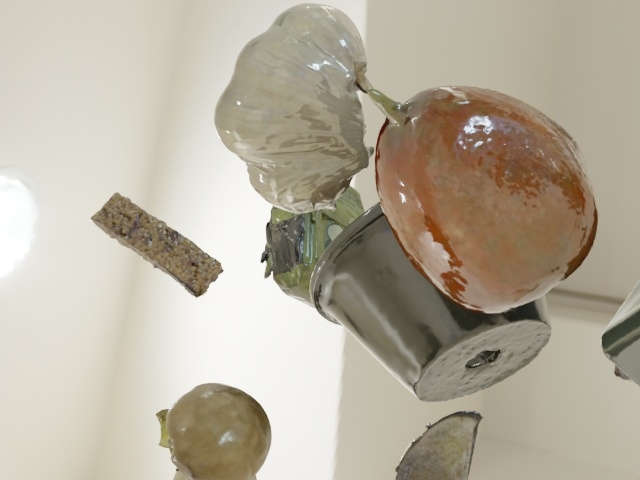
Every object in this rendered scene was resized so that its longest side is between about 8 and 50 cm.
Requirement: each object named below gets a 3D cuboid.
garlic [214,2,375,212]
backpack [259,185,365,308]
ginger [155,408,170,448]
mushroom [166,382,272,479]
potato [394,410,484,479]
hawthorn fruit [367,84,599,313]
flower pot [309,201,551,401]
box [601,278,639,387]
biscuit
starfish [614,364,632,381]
[{"bbox_3d":[-0.035,-0.143,1.303,0.142,0.178,0.230,4,-79,-32],"label":"garlic"},{"bbox_3d":[0.000,0.000,2.055,0.207,0.140,0.253,29,-134,-38],"label":"backpack"},{"bbox_3d":[-0.170,0.251,1.531,0.057,0.044,0.137,-39,-31,2],"label":"ginger"},{"bbox_3d":[-0.109,0.281,1.079,0.128,0.128,0.350,-31,-40,-50],"label":"mushroom"},{"bbox_3d":[0.165,0.380,1.828,0.100,0.120,0.261,81,-158,-79],"label":"potato"},{"bbox_3d":[0.130,-0.058,1.072,0.251,0.199,0.199,43,-121,-25],"label":"hawthorn fruit"},{"bbox_3d":[0.141,0.065,1.287,0.269,0.166,0.269,-21,-31,-13],"label":"flower pot"},{"bbox_3d":[0.397,0.060,1.199,0.243,0.163,0.135,-48,-1,-29],"label":"box"},{"bbox_3d":[-0.229,0.005,1.704,0.064,0.199,0.034,-51,-13,-17],"label":"biscuit"},{"bbox_3d":[0.586,0.251,1.349,0.132,0.383,0.398,10,-122,-60],"label":"starfish"}]
